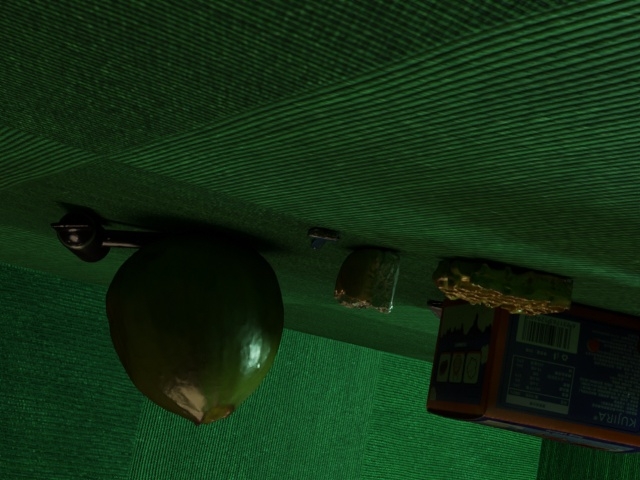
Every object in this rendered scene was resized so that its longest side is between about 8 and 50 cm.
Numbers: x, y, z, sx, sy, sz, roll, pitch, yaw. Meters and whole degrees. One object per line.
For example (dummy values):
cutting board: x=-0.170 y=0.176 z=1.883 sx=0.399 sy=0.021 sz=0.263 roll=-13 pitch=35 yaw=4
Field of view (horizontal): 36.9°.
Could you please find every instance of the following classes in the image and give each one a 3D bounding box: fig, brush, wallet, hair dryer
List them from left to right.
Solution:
hair dryer: x=-0.365 y=-0.009 z=1.810 sx=0.248 sy=0.078 sz=0.195 roll=1 pitch=170 yaw=-2
fig: x=-0.219 y=0.156 z=1.745 sx=0.343 sy=0.343 sz=0.343 roll=10 pitch=170 yaw=2
brush: x=0.000 y=0.000 z=1.577 sx=0.051 sy=0.014 sz=0.164 roll=12 pitch=171 yaw=-4
wallet: x=0.305 y=0.166 z=2.184 sx=0.103 sy=0.020 sz=0.196 roll=9 pitch=170 yaw=17

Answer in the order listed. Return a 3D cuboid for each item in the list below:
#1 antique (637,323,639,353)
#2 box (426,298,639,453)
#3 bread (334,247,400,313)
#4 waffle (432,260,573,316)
antique: x=0.604 y=0.139 z=1.380 sx=0.278 sy=0.129 sz=0.223 roll=7 pitch=169 yaw=21
box: x=0.434 y=0.260 z=1.895 sx=0.349 sy=0.257 sz=0.318 roll=13 pitch=169 yaw=-13
bread: x=0.076 y=0.067 z=1.611 sx=0.082 sy=0.106 sz=0.125 roll=7 pitch=176 yaw=-19
waffle: x=0.284 y=0.076 z=1.578 sx=0.211 sy=0.055 sz=0.160 roll=12 pitch=169 yaw=-9
